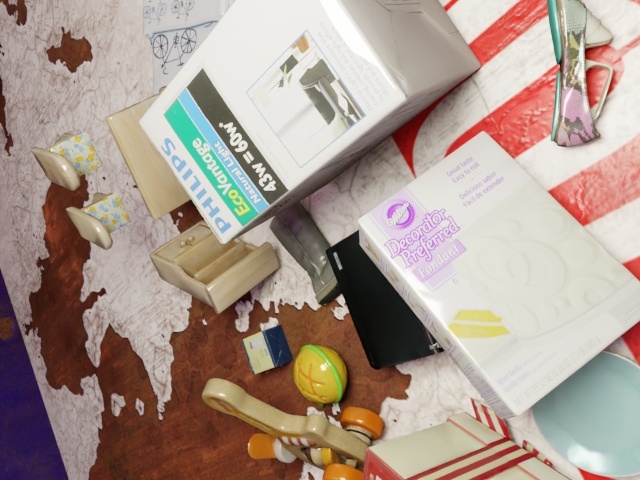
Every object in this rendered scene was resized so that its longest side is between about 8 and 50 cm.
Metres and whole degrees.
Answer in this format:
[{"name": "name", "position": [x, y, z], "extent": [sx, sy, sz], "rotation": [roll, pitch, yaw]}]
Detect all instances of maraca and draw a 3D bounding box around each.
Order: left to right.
[{"name": "maraca", "position": [-0.006, 0.275, 1.049], "extent": [0.127, 0.099, 0.186], "rotation": [57, 151, 16]}]

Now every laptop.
[{"name": "laptop", "position": [0.171, 0.065, 0.879], "extent": [0.264, 0.136, 0.235], "rotation": [-21, 81, -3]}]

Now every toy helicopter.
[{"name": "toy helicopter", "position": [-0.069, 0.363, 1.005], "extent": [0.354, 0.140, 0.235], "rotation": [31, 144, -11]}]

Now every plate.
[{"name": "plate", "position": [0.403, 0.246, 0.758], "extent": [0.188, 0.024, 0.188], "rotation": [7, 101, 38]}]

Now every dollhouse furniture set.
[{"name": "dollhouse furniture set", "position": [-0.279, -0.084, 1.057], "extent": [0.256, 0.362, 0.395], "rotation": [18, 135, 42]}]

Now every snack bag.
[{"name": "snack bag", "position": [-0.319, -0.508, 1.234], "extent": [0.322, 0.037, 0.343], "rotation": [9, 102, 37]}]

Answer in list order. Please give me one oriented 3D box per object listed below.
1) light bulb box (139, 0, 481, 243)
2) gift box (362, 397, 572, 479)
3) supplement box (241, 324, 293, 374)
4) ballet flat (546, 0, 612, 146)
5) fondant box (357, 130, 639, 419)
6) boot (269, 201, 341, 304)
[{"name": "light bulb box", "position": [-0.005, -0.220, 0.787], "extent": [0.361, 0.358, 0.225], "rotation": [-33, 92, 37]}, {"name": "gift box", "position": [0.213, 0.414, 0.793], "extent": [0.276, 0.257, 0.255], "rotation": [31, 118, 54]}, {"name": "supplement box", "position": [-0.119, 0.243, 1.157], "extent": [0.083, 0.056, 0.083], "rotation": [-28, 78, 38]}, {"name": "ballet flat", "position": [0.353, -0.241, 0.711], "extent": [0.079, 0.077, 0.222], "rotation": [-3, 99, 21]}, {"name": "fondant box", "position": [0.243, 0.041, 0.735], "extent": [0.238, 0.096, 0.330], "rotation": [-35, 68, -7]}, {"name": "boot", "position": [-0.001, -0.001, 1.031], "extent": [0.189, 0.076, 0.209], "rotation": [-42, 63, 32]}]
